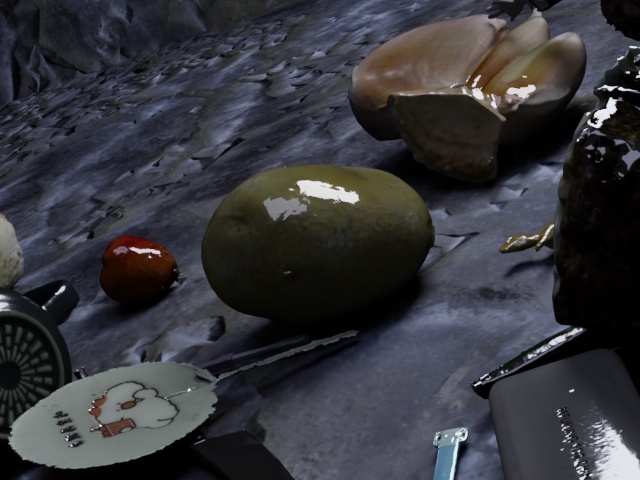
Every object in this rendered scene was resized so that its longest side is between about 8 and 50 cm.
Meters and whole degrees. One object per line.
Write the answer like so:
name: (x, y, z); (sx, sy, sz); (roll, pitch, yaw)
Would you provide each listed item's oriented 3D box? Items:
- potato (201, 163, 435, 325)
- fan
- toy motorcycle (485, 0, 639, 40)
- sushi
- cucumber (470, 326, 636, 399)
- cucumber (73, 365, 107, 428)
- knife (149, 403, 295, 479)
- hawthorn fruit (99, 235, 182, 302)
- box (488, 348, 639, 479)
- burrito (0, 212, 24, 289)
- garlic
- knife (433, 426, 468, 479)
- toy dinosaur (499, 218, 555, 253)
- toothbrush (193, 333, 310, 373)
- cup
potato: (0.000, 0.000, 1.322); (0.235, 0.160, 0.178); (-15, 53, -28)
fan: (-0.115, 0.133, 1.211); (0.329, 0.009, 0.191); (-18, 21, -18)
toy motorcycle: (0.350, -0.299, 1.518); (0.401, 0.207, 0.134); (6, 57, 56)
sushi: (0.283, -0.042, 1.031); (0.182, 0.196, 0.343); (4, 22, 22)
cucumber: (0.200, 0.082, 1.063); (0.184, 0.033, 0.036); (-24, 37, -7)
cucumber: (-0.213, 0.162, 1.270); (0.039, 0.043, 0.163); (-28, 17, -8)
knife: (-0.077, 0.174, 1.126); (0.060, 0.028, 0.230); (-16, 17, -27)
hawthorn fruit: (-0.205, 0.036, 1.562); (0.093, 0.081, 0.081); (9, 20, -3)
box: (0.171, 0.151, 0.874); (0.103, 0.055, 0.243); (-18, 20, 8)
burrito: (-0.482, 0.080, 1.679); (0.143, 0.105, 0.299); (-22, 17, 28)
garlic: (0.173, -0.182, 1.643); (0.279, 0.132, 0.325); (8, 29, 21)
knife: (0.092, 0.165, 0.988); (0.027, 0.010, 0.096); (-14, 22, 18)
toy dinosaur: (0.258, -0.026, 1.297); (0.126, 0.039, 0.162); (-6, 23, 41)
toothbrush: (-0.100, 0.121, 1.295); (0.194, 0.017, 0.014); (-16, 20, 14)
cup: (-0.328, 0.119, 1.312); (0.177, 0.169, 0.223); (-14, 26, 44)
